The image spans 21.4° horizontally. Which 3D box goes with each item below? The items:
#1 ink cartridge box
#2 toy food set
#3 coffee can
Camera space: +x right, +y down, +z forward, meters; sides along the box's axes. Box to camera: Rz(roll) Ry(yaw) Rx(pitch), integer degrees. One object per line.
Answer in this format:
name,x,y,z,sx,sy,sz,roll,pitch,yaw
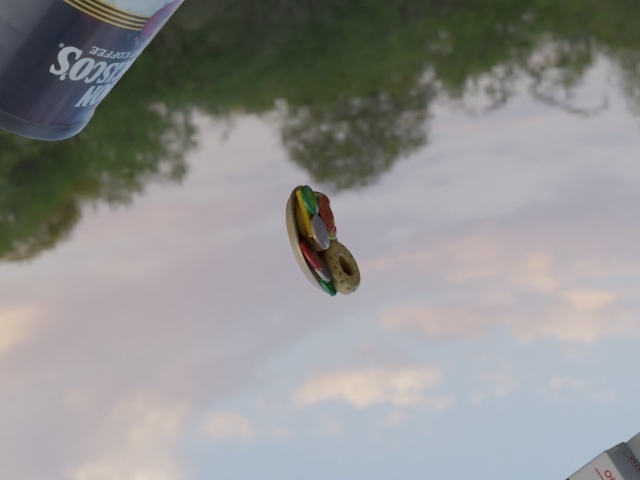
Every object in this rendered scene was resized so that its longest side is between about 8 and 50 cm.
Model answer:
ink cartridge box,0.293,0.280,1.740,0.180,0.104,0.060,-43,161,26
toy food set,0.000,0.000,1.191,0.020,0.083,0.082,-18,171,20
coffee can,-0.174,-0.239,1.229,0.275,0.201,0.201,-47,174,24
